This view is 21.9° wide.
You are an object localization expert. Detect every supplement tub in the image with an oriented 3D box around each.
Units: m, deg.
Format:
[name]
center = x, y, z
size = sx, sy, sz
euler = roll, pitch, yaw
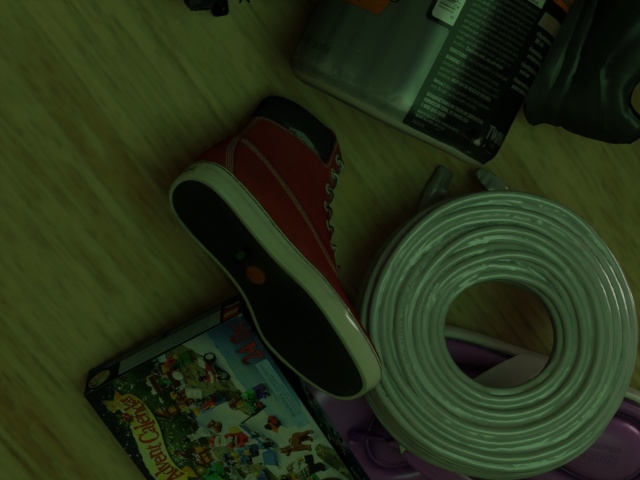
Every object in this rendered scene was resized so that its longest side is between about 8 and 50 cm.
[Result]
[supplement tub]
center = 0.122, -0.238, 1.364
size = 0.194, 0.193, 0.316
euler = 25, 94, -24

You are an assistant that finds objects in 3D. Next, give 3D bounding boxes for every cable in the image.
[cable]
center = 0.157, 0.081, 1.454
size = 0.257, 0.089, 0.257
euler = 34, 79, 1

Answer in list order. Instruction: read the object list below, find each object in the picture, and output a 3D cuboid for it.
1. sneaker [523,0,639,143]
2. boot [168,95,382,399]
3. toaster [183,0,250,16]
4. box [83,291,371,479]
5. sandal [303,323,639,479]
[sneaker]
center = 0.283, -0.218, 1.455
size = 0.130, 0.109, 0.286
euler = 24, 105, 15
[boot]
center = 0.000, 0.000, 1.401
size = 0.244, 0.088, 0.176
euler = 55, 44, -11
[toaster]
center = -0.050, -0.268, 1.295
size = 0.129, 0.227, 0.146
euler = -10, 90, -18
[box]
center = -0.077, 0.176, 1.452
size = 0.159, 0.044, 0.233
euler = -28, 113, 12
[sandal]
center = 0.161, 0.172, 1.537
size = 0.416, 0.102, 0.169
euler = 6, 100, -20
